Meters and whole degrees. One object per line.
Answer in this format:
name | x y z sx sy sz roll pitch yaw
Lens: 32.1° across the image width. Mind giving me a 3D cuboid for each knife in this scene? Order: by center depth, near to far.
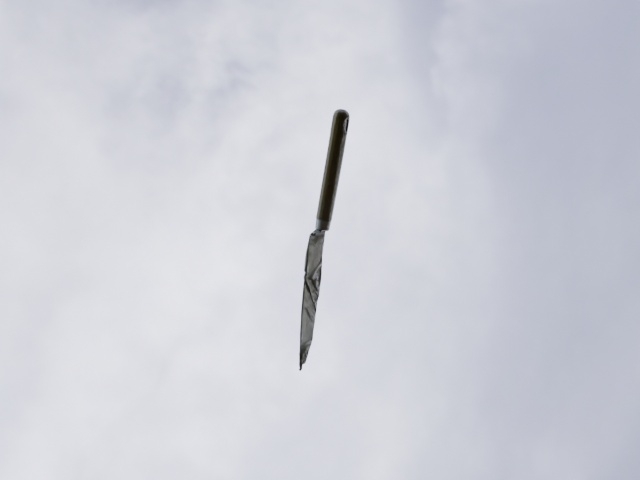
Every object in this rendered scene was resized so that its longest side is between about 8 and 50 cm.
knife | -0.002 -0.001 1.251 0.047 0.017 0.298 -6 -73 -71
